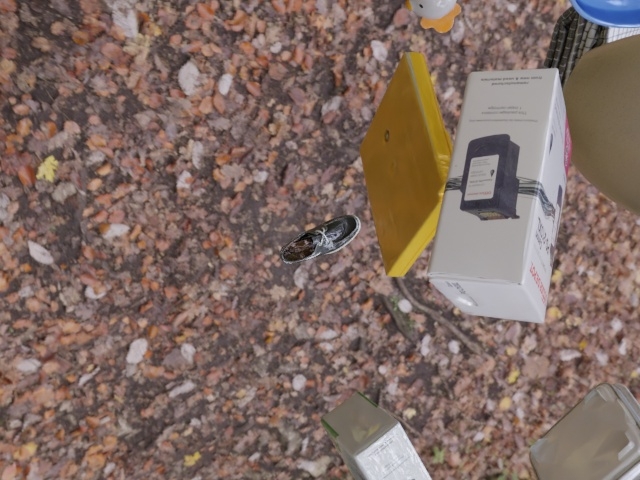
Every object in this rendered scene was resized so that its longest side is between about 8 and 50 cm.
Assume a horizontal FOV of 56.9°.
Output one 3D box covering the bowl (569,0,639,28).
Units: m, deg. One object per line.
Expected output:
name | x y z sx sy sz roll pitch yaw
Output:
bowl | 0.394 -0.357 0.522 0.391 0.077 0.391 -14 159 -6

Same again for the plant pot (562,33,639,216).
plant pot | 0.477 -0.200 0.907 0.284 0.191 0.284 -43 150 -33

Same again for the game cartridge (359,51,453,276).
game cartridge | 0.160 -0.137 1.115 0.053 0.323 0.285 0 149 -17

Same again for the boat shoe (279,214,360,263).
boat shoe | 0.000 0.000 1.575 0.233 0.079 0.084 -25 84 5

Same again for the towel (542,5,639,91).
towel | 0.549 -0.343 1.198 0.235 0.121 0.283 -25 134 -36

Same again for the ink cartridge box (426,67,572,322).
ink cartridge box | 0.209 -0.042 0.662 0.172 0.100 0.237 37 64 -56

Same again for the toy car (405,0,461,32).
toy car | 0.227 -0.588 1.367 0.210 0.219 0.238 -24 94 0

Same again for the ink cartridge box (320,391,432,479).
ink cartridge box | 0.104 0.365 0.933 0.087 0.153 0.208 -32 105 -15

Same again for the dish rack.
dish rack | 0.643 0.513 1.434 0.072 0.285 0.333 33 110 -11
